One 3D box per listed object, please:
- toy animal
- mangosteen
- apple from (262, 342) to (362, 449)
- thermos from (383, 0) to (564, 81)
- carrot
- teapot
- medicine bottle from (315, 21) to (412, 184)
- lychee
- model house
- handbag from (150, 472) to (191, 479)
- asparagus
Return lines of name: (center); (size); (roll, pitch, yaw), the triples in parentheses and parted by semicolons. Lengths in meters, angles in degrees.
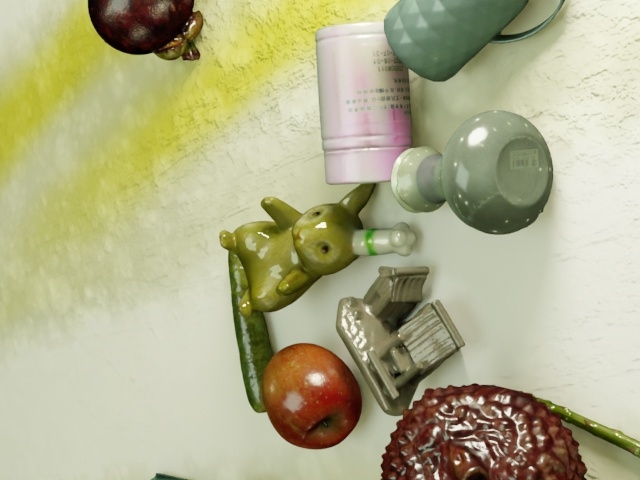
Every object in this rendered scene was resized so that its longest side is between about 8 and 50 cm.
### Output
toy animal: (-0.018, 0.003, 1.759); (0.363, 0.180, 0.181); (-30, 69, 43)
mangosteen: (-0.343, -0.468, 2.043); (0.265, 0.228, 0.228); (43, 139, -17)
apple: (-0.016, 0.282, 1.806); (0.168, 0.181, 0.181); (-120, 43, -54)
thermos: (0.239, -0.357, 1.463); (0.182, 0.145, 0.286); (46, 132, -5)
carrot: (-0.140, 0.166, 1.996); (0.074, 0.074, 0.359); (-19, 80, 47)
teapot: (0.218, -0.098, 1.504); (0.251, 0.183, 0.184); (1, 96, 58)
medicine bottle: (0.073, -0.222, 1.646); (0.152, 0.152, 0.254); (2, 97, 47)
lychee: (0.233, 0.354, 1.442); (0.306, 0.330, 0.306); (-7, 64, 15)
model house: (0.142, 0.147, 1.647); (0.188, 0.122, 0.229); (-47, 60, 39)
handbag: (-0.331, 0.679, 2.253); (0.268, 0.100, 0.274); (0, 95, 46)
asparagus: (0.377, 0.267, 1.481); (0.248, 0.025, 0.024); (20, 153, 44)
